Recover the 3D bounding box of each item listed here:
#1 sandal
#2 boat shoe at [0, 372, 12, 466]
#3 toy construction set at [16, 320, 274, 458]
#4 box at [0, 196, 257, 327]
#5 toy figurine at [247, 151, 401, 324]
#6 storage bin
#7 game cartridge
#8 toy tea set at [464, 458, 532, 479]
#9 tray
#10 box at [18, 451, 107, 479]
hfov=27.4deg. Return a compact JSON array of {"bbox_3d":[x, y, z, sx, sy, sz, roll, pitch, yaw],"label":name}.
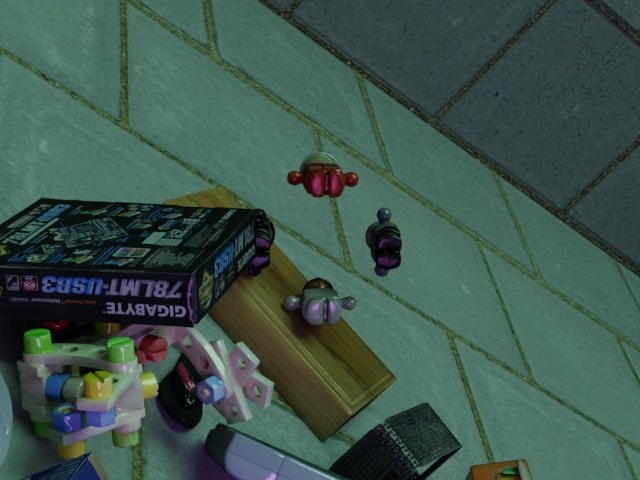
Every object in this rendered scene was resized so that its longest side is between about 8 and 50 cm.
[{"bbox_3d":[-0.166,0.180,1.698,0.067,0.040,0.179,40,22,-12],"label":"sandal"},{"bbox_3d":[-0.388,0.137,1.311,0.109,0.094,0.302,15,34,-40],"label":"boat shoe"},{"bbox_3d":[-0.206,0.142,1.483,0.215,0.151,0.327,9,7,37],"label":"toy construction set"},{"bbox_3d":[-0.249,0.020,1.557,0.293,0.073,0.295,1,16,10],"label":"box"},{"bbox_3d":[0.000,0.000,1.903,0.209,0.213,0.148,43,5,-12],"label":"toy figurine"},{"bbox_3d":[0.106,0.306,1.841,0.084,0.122,0.180,52,23,16],"label":"storage bin"},{"bbox_3d":[0.007,0.304,1.577,0.294,0.060,0.196,26,-12,-10],"label":"game cartridge"},{"bbox_3d":[0.263,0.419,1.894,0.336,0.124,0.200,45,29,-77],"label":"toy tea set"},{"bbox_3d":[-0.074,0.098,1.967,0.411,0.076,0.203,48,22,8],"label":"tray"},{"bbox_3d":[-0.294,0.274,1.178,0.037,0.136,0.225,64,19,-10],"label":"box"}]
